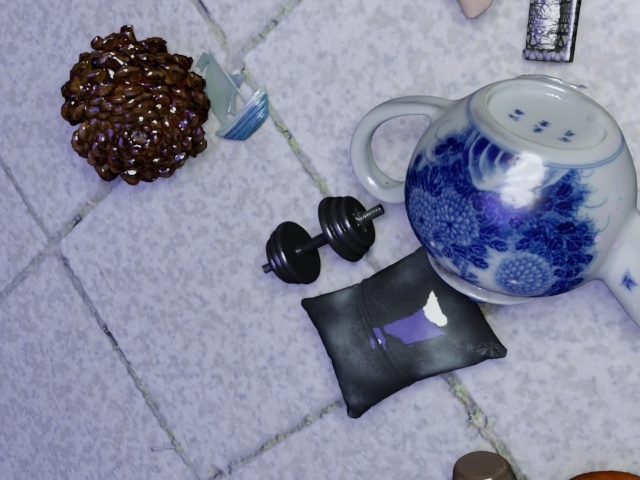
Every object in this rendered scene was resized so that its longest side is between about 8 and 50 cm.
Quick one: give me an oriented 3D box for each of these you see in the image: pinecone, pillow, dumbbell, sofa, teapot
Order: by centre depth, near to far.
[{"bbox_3d":[0.215,-0.031,0.884,0.424,0.252,0.280,29,135,20],"label":"teapot"},{"bbox_3d":[0.276,-0.272,0.914,0.060,0.039,0.118,10,104,26],"label":"sofa"},{"bbox_3d":[0.106,0.115,1.037,0.250,0.106,0.186,-29,78,24],"label":"pillow"},{"bbox_3d":[0.000,0.000,1.071,0.208,0.099,0.099,-27,87,28],"label":"dumbbell"},{"bbox_3d":[-0.264,-0.203,1.117,0.221,0.221,0.221,5,102,26],"label":"pinecone"}]

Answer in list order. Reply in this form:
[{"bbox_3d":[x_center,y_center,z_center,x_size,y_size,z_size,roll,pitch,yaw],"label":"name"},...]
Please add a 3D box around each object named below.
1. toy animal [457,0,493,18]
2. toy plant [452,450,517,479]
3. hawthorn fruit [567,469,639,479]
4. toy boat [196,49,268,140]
[{"bbox_3d":[0.215,-0.413,0.833,0.256,0.195,0.213,-21,49,38],"label":"toy animal"},{"bbox_3d":[0.226,0.380,1.030,0.143,0.105,0.200,0,111,35],"label":"toy plant"},{"bbox_3d":[0.341,0.399,0.941,0.197,0.196,0.225,28,137,20],"label":"hawthorn fruit"},{"bbox_3d":[-0.142,-0.207,1.140,0.149,0.034,0.105,32,110,17],"label":"toy boat"}]
